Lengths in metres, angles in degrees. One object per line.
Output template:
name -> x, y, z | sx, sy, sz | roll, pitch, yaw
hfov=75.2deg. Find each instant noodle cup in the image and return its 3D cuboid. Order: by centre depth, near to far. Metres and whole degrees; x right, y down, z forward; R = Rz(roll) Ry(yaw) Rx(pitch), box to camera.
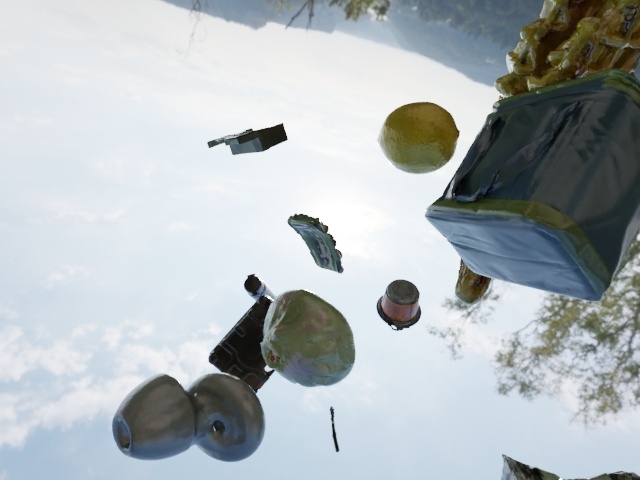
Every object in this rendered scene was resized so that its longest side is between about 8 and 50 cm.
instant noodle cup -> 0.310, 0.231, 1.608 | 0.178, 0.125, 0.208 | 0, -138, -1

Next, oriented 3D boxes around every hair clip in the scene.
hair clip -> 0.001, -0.002, 1.491 | 0.139, 0.321, 0.091 | 15, -120, 33

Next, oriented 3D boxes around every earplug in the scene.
earplug -> -0.287, 0.405, 0.933 | 0.326, 0.213, 0.175 | 9, -167, -12

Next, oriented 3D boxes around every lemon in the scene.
lemon -> 0.237, -0.251, 1.023 | 0.203, 0.178, 0.178 | 3, -159, 26

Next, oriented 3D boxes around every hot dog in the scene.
hot dog -> 0.426, 0.056, 1.127 | 0.084, 0.073, 0.242 | 28, -115, -21

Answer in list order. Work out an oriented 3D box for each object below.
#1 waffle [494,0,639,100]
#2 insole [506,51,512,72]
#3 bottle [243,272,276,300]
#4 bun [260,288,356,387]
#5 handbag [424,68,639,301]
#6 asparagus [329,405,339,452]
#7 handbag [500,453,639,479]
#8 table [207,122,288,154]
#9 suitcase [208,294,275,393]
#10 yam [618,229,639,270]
waffle -> 0.449, -0.271, 0.710 | 0.324, 0.261, 0.151 | 48, -171, -47
insole -> 0.647, -0.465, 1.276 | 0.009, 0.119, 0.348 | -21, -129, 12
bottle -> -0.220, 0.191, 1.522 | 0.072, 0.244, 0.082 | -12, -113, 2
bun -> -0.058, 0.284, 1.120 | 0.293, 0.293, 0.187 | 29, -142, 22
handbag -> 0.319, -0.071, 0.604 | 0.222, 0.241, 0.263 | 41, 170, -21
asparagus -> 0.033, 0.460, 1.022 | 0.016, 0.013, 0.166 | 19, -167, -9
handbag -> 0.743, 0.737, 1.139 | 0.417, 0.179, 0.317 | 1, -177, 7
table -> -0.207, -0.282, 1.183 | 0.146, 0.062, 0.175 | 6, -150, 43
suitcase -> -0.206, 0.345, 1.371 | 0.206, 0.285, 0.066 | 43, 174, -3
yam -> 0.741, -0.021, 1.266 | 0.241, 0.240, 0.348 | -12, -174, -41
